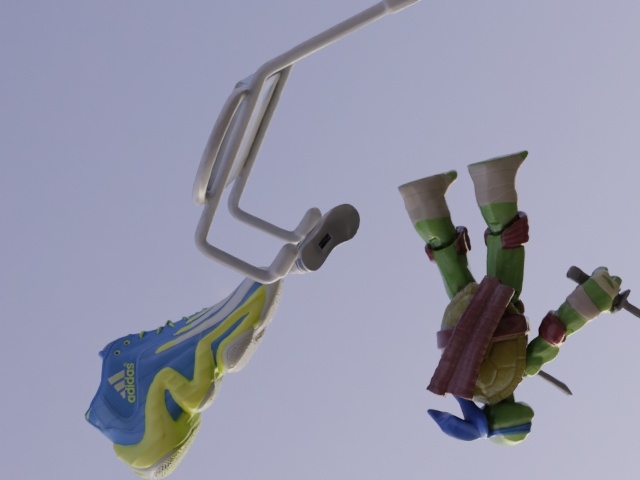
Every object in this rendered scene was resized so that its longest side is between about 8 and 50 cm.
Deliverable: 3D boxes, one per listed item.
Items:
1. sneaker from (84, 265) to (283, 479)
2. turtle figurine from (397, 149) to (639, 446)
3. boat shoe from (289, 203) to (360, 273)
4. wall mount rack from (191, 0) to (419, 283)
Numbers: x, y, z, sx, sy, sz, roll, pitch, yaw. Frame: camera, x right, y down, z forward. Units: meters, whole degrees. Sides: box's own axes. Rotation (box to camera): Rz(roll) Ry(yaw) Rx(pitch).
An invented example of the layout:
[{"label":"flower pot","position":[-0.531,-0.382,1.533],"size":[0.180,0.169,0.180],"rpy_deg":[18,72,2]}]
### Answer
[{"label":"sneaker","position":[-0.139,0.105,1.914],"size":[0.240,0.126,0.091],"rpy_deg":[-56,-7,-13]},{"label":"turtle figurine","position":[0.195,0.050,1.916],"size":[0.275,0.198,0.266],"rpy_deg":[-16,-89,-15]},{"label":"boat shoe","position":[0.000,0.000,1.864],"size":[0.035,0.035,0.100],"rpy_deg":[55,-132,-16]},{"label":"wall mount rack","position":[-0.010,-0.127,1.862],"size":[0.350,0.130,0.304],"rpy_deg":[-59,-8,-78]}]
